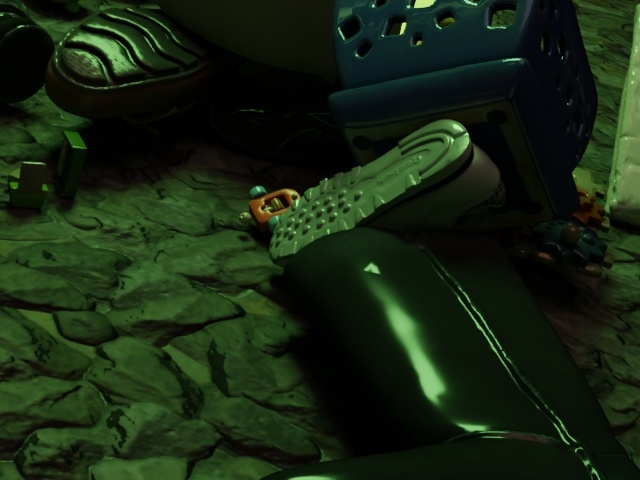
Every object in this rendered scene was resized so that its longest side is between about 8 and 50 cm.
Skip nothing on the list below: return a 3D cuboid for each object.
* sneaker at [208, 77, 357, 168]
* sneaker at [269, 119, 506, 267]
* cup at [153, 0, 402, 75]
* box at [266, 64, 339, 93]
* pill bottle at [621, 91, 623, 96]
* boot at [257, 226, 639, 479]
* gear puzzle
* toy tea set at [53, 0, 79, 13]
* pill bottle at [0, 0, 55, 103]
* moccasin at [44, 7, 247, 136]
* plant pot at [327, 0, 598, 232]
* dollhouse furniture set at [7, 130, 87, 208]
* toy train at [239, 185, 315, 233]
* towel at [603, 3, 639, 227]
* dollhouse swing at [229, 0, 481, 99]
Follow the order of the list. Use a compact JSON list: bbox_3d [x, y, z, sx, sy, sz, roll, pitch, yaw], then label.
[{"bbox_3d":[0.002,-0.148,1.531,0.267,0.106,0.101,8,29,-15],"label":"sneaker"},{"bbox_3d":[0.059,-0.020,1.219,0.095,0.235,0.090,44,32,-39],"label":"sneaker"},{"bbox_3d":[-0.026,-0.377,1.503,0.331,0.237,0.331,16,33,-11],"label":"cup"},{"bbox_3d":[-0.009,-0.249,1.647,0.244,0.060,0.100,36,68,21],"label":"box"},{"bbox_3d":[0.508,-0.166,1.847,0.121,0.121,0.216,14,27,-6],"label":"pill bottle"},{"bbox_3d":[0.054,0.118,0.985,0.367,0.146,0.445,14,28,-24],"label":"boot"},{"bbox_3d":[0.249,-0.077,1.481,0.175,0.044,0.339,16,31,0],"label":"gear puzzle"},{"bbox_3d":[-0.321,-0.390,1.854,0.200,0.124,0.336,0,13,44],"label":"toy tea set"},{"bbox_3d":[-0.403,-0.240,1.452,0.219,0.122,0.123,32,30,29],"label":"pill bottle"},{"bbox_3d":[-0.199,-0.192,1.482,0.139,0.147,0.380,34,24,2],"label":"moccasin"},{"bbox_3d":[0.143,-0.136,1.311,0.236,0.236,0.212,-8,45,23],"label":"plant pot"},{"bbox_3d":[-0.307,-0.075,1.254,0.152,0.058,0.076,2,29,-27],"label":"dollhouse furniture set"},{"bbox_3d":[0.000,0.000,1.313,0.125,0.046,0.166,-25,53,-17],"label":"toy train"},{"bbox_3d":[0.544,-0.136,1.668,0.332,0.053,0.317,12,70,-1],"label":"towel"},{"bbox_3d":[0.022,-0.272,1.840,0.347,0.305,0.315,24,-15,15],"label":"dollhouse swing"}]
